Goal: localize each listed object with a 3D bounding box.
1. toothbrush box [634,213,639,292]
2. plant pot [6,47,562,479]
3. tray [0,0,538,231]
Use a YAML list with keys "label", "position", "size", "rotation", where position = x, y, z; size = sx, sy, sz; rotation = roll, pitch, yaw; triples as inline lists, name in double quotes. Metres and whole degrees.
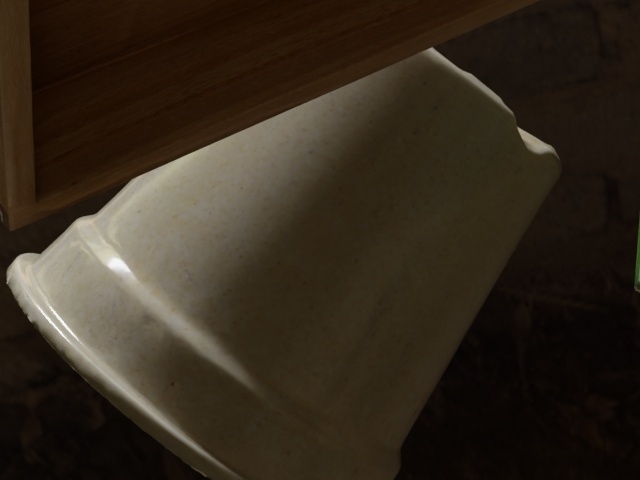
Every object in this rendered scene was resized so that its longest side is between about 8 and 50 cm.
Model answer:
- label: "toothbrush box"
  position: [0.332, -0.041, 0.753]
  size: [0.283, 0.122, 0.206]
  rotation: [16, 63, -12]
- label: "plant pot"
  position: [0.000, 0.000, 0.990]
  size: [0.334, 0.334, 0.305]
  rotation: [40, 93, 35]
- label: "tray"
  position: [0.026, -0.169, 0.604]
  size: [0.411, 0.203, 0.076]
  rotation: [-26, 61, -26]
